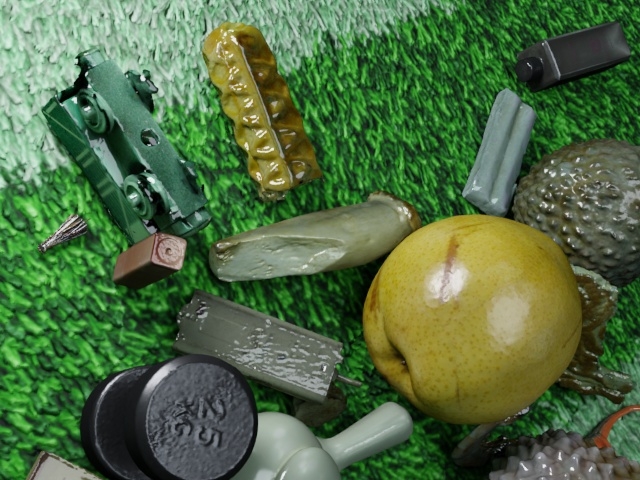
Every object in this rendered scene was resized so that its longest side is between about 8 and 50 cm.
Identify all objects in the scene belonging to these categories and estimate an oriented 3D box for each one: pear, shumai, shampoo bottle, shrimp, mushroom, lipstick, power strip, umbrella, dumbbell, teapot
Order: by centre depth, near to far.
[{"bbox_3d":[-0.186,0.220,1.206,0.153,0.218,0.152,7,76,-29],"label":"dumbbell"},{"bbox_3d":[-0.219,0.027,1.277,0.045,0.145,0.045,15,72,-27],"label":"lipstick"},{"bbox_3d":[-0.331,-0.009,1.296,0.083,0.020,0.031,-38,97,-27],"label":"umbrella"},{"bbox_3d":[-0.024,0.293,1.308,0.318,0.149,0.220,-57,135,-30],"label":"teapot"},{"bbox_3d":[-0.068,0.150,1.355,0.268,0.034,0.092,21,66,-4],"label":"power strip"},{"bbox_3d":[-0.012,0.212,1.414,0.083,0.082,0.080,-18,48,-17],"label":"shumai"},{"bbox_3d":[0.216,0.110,1.434,0.315,0.314,0.314,8,74,-29],"label":"pear"},{"bbox_3d":[0.003,0.001,1.445,0.333,0.107,0.087,-16,119,-34],"label":"mushroom"},{"bbox_3d":[0.292,0.291,1.527,0.195,0.147,0.035,0,42,-35],"label":"shrimp"},{"bbox_3d":[0.447,-0.328,1.801,0.246,0.079,0.080,-20,88,-33],"label":"shampoo bottle"}]

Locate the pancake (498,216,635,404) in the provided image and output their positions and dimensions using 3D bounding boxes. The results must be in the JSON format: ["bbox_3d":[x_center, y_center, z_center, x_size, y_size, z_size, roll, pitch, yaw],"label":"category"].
[{"bbox_3d":[0.385,0.113,1.604,0.376,0.197,0.054,57,27,-18],"label":"pancake"}]

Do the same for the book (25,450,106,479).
[{"bbox_3d":[-0.275,0.376,1.224,0.231,0.026,0.161,33,66,-20],"label":"book"}]

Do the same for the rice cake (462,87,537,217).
[{"bbox_3d":[0.305,-0.147,1.694,0.085,0.040,0.226,31,64,-20],"label":"rice cake"}]

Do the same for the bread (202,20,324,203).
[{"bbox_3d":[-0.088,-0.189,1.445,0.269,0.098,0.087,67,15,1],"label":"bread"}]

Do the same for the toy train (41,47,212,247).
[{"bbox_3d":[-0.247,-0.113,1.291,0.115,0.154,0.269,-38,99,-33],"label":"toy train"}]

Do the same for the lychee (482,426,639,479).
[{"bbox_3d":[0.355,0.472,1.372,0.381,0.380,0.432,15,51,-27],"label":"lychee"}]

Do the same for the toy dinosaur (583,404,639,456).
[{"bbox_3d":[0.461,0.351,1.653,0.280,0.055,0.101,-15,63,-30],"label":"toy dinosaur"}]

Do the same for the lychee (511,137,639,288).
[{"bbox_3d":[0.452,-0.044,1.649,0.275,0.255,0.255,10,70,2],"label":"lychee"}]
